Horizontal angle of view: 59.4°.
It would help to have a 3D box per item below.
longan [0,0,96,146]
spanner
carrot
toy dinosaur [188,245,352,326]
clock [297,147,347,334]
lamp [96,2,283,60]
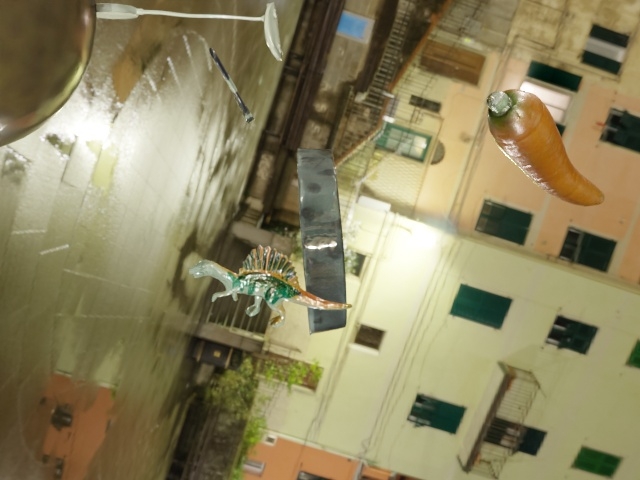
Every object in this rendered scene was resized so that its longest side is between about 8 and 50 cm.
[{"bbox_3d":[-0.291,-0.190,0.409,0.258,0.257,0.258,-163,-90,-87],"label":"longan"},{"bbox_3d":[-0.240,-0.416,1.501,0.087,0.024,0.316,63,1,19],"label":"spanner"},{"bbox_3d":[0.143,-0.053,0.354,0.035,0.142,0.035,-27,-133,34],"label":"carrot"},{"bbox_3d":[-0.060,0.052,0.690,0.044,0.187,0.106,-78,161,-59],"label":"toy dinosaur"},{"bbox_3d":[0.000,0.000,1.157,0.386,0.076,0.387,176,-90,-89],"label":"clock"},{"bbox_3d":[-0.138,-0.219,0.580,0.050,0.198,0.056,-105,-164,-76],"label":"lamp"}]
